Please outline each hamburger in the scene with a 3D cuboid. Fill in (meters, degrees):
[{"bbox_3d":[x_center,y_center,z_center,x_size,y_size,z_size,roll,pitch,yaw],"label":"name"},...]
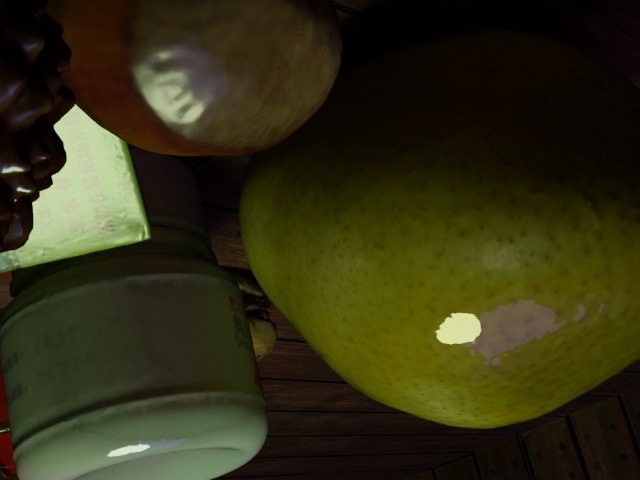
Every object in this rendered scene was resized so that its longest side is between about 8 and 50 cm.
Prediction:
[{"bbox_3d":[-0.161,0.120,1.394,0.213,0.108,0.214,-9,161,-3],"label":"hamburger"}]

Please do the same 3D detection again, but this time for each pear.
[{"bbox_3d":[0.129,-0.012,0.937,0.418,0.363,0.362,5,169,30],"label":"pear"}]

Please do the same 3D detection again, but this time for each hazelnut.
[{"bbox_3d":[-0.097,-0.145,0.713,0.214,0.176,0.214,15,169,3],"label":"hazelnut"}]

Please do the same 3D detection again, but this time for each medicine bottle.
[{"bbox_3d":[-0.193,0.086,1.022,0.241,0.302,0.241,-13,159,-5],"label":"medicine bottle"}]

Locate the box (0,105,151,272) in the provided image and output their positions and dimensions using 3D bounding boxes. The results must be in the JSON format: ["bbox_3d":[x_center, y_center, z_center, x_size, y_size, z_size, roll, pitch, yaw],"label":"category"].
[{"bbox_3d":[-0.325,-0.047,0.860,0.334,0.047,0.187,-12,128,-4],"label":"box"}]

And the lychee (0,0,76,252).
[{"bbox_3d":[-0.291,-0.100,0.536,0.306,0.330,0.306,-19,-171,3],"label":"lychee"}]

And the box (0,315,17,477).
[{"bbox_3d":[-0.421,0.214,1.384,0.074,0.153,0.240,-15,158,-11],"label":"box"}]
